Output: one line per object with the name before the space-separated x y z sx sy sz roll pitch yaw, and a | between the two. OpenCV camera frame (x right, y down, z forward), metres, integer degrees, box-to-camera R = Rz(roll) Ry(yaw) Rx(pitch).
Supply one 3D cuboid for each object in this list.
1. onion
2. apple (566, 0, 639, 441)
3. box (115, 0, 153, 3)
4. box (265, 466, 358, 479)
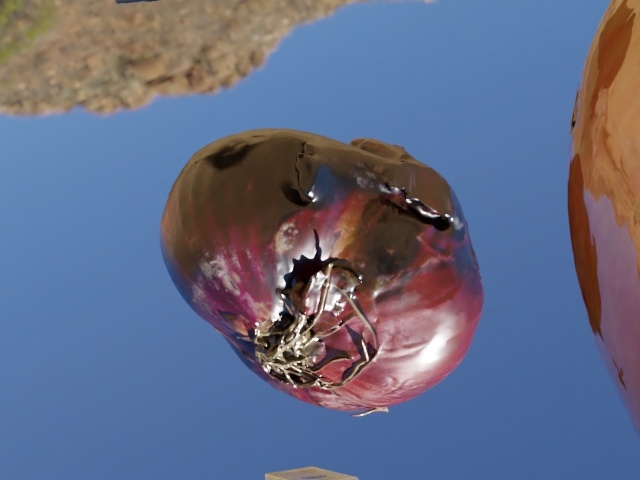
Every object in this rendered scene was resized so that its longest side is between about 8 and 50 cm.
onion | -0.004 0.015 1.105 0.221 0.281 0.281 -40 -174 43
apple | 0.306 0.001 0.526 0.392 0.346 0.391 -24 -147 16
box | -0.152 -0.333 1.129 0.163 0.243 0.135 -1 -149 36
box | -0.008 0.223 1.235 0.054 0.024 0.083 -1 179 -30
